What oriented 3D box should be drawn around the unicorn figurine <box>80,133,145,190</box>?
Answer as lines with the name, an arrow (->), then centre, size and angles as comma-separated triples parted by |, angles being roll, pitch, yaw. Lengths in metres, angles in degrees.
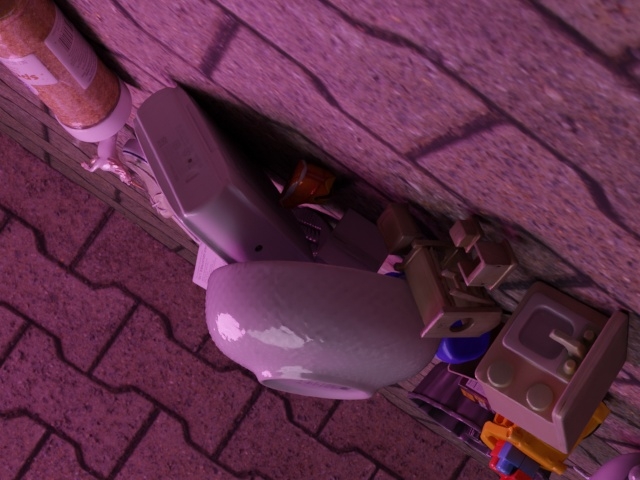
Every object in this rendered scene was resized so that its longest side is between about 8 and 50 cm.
unicorn figurine -> -0.411, -0.168, 2.164 | 0.111, 0.060, 0.162 | 4, 109, 39

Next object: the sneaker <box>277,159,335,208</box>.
sneaker -> -0.019, -0.069, 1.602 | 0.067, 0.064, 0.175 | 25, 174, -7

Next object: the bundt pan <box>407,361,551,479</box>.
bundt pan -> 0.341, 0.348, 2.238 | 0.330, 0.124, 0.331 | 32, 169, 7

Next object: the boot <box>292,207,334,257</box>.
boot -> 0.000, 0.000, 1.893 | 0.137, 0.077, 0.198 | 24, 177, -36

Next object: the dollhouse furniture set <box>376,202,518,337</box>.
dollhouse furniture set -> 0.174, 0.002, 1.388 | 0.101, 0.161, 0.182 | 2, -128, -30

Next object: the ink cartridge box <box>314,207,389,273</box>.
ink cartridge box -> 0.052, 0.020, 1.704 | 0.092, 0.090, 0.143 | 33, 169, 2

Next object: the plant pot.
plant pot -> 0.277, 0.172, 1.698 | 0.096, 0.109, 0.109 | 24, 175, -26

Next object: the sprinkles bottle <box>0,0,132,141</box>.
sprinkles bottle -> -0.404, -0.276, 1.668 | 0.121, 0.121, 0.355 | 29, 168, 24

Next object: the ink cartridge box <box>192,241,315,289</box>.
ink cartridge box -> -0.104, 0.057, 2.132 | 0.311, 0.186, 0.065 | 29, -151, 32

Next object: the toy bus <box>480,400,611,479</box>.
toy bus -> 0.334, 0.304, 1.817 | 0.149, 0.211, 0.220 | 34, 171, -9

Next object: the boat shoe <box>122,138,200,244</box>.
boat shoe -> -0.291, -0.088, 2.260 | 0.302, 0.094, 0.109 | 42, 167, -33

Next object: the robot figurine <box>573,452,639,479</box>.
robot figurine -> 0.590, 0.489, 1.895 | 0.353, 0.200, 0.300 | 25, 147, 39

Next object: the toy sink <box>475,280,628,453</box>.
toy sink -> 0.291, 0.154, 1.414 | 0.131, 0.153, 0.234 | 30, 170, 22

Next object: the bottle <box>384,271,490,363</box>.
bottle -> 0.148, 0.107, 1.741 | 0.092, 0.118, 0.283 | -10, -166, -28

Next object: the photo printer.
photo printer -> -0.130, -0.058, 1.658 | 0.307, 0.107, 0.256 | 46, -169, -50

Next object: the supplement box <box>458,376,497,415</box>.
supplement box -> 0.353, 0.286, 2.029 | 0.188, 0.081, 0.104 | 30, 169, 23

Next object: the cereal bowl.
cereal bowl -> 0.001, 0.136, 1.543 | 0.338, 0.141, 0.339 | 7, 164, 2
